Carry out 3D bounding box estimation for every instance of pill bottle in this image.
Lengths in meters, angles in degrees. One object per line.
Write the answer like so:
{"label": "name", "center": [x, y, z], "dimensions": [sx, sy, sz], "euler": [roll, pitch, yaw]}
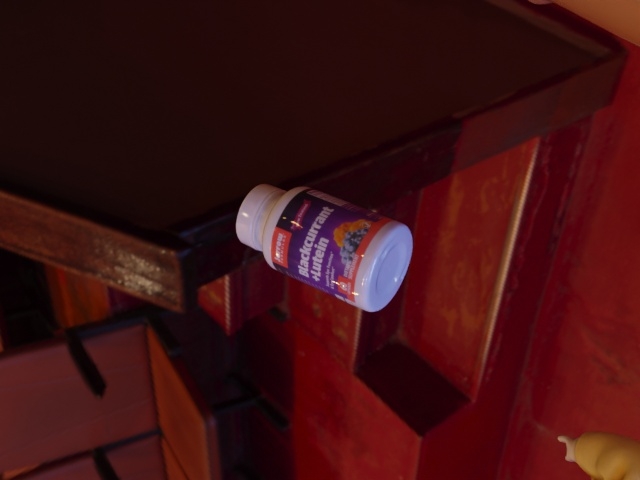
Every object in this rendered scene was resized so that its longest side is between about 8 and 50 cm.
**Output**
{"label": "pill bottle", "center": [0.000, 0.000, 0.905], "dimensions": [0.193, 0.108, 0.108], "euler": [22, 131, 27]}

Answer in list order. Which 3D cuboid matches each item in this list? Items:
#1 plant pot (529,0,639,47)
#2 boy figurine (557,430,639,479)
{"label": "plant pot", "center": [0.285, -0.262, 0.567], "dimensions": [0.203, 0.290, 0.291], "euler": [49, 145, 16]}
{"label": "boy figurine", "center": [0.240, 0.223, 0.587], "dimensions": [0.285, 0.092, 0.177], "euler": [-45, 50, 36]}
